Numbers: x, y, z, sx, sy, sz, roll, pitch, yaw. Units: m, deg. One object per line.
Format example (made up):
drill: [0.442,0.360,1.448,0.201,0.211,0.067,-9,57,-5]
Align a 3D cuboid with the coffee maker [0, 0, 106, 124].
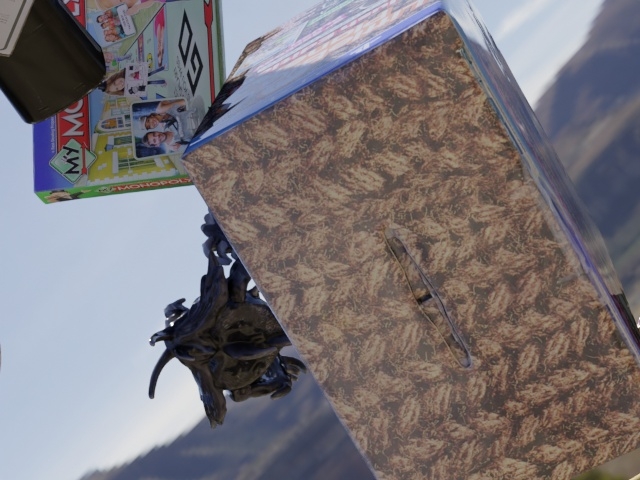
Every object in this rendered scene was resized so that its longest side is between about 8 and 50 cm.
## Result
coffee maker: [-0.305,-0.204,1.533,0.120,0.178,0.171,-16,41,25]

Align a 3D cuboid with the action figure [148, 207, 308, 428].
action figure: [-0.042,0.054,1.291,0.276,0.141,0.164,-14,-65,-31]

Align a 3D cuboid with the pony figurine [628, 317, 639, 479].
pony figurine: [0.448,0.156,1.678,0.363,0.351,0.303,-52,-4,-9]

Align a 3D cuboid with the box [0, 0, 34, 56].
box: [-0.274,-0.251,1.135,0.290,0.169,0.087,135,143,-61]

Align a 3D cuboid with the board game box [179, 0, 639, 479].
board game box: [0.060,-0.017,0.853,0.141,0.232,0.291,-28,13,11]

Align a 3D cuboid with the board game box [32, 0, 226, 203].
board game box: [-0.213,-0.207,1.725,0.214,0.317,0.046,-7,-17,7]
